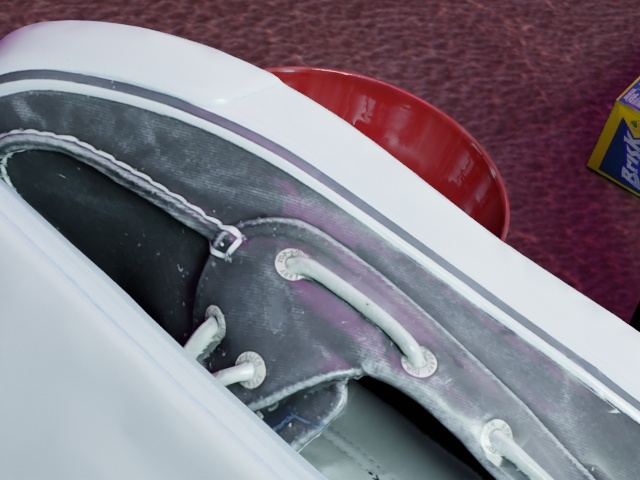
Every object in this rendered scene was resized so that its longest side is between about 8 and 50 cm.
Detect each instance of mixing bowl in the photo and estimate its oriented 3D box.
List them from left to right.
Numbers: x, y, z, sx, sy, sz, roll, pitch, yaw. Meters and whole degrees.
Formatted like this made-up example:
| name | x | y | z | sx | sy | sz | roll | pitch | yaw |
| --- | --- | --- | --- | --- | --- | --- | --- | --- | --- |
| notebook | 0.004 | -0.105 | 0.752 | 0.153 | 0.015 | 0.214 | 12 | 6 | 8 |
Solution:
| name | x | y | z | sx | sy | sz | roll | pitch | yaw |
| --- | --- | --- | --- | --- | --- | --- | --- | --- | --- |
| mixing bowl | 0.000 | 0.000 | 0.992 | 0.181 | 0.098 | 0.181 | 10 | 43 | -9 |

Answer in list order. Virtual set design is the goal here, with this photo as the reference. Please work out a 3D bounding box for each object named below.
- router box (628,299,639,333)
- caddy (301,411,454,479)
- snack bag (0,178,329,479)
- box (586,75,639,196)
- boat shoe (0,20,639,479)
| name | x | y | z | sx | sy | sz | roll | pitch | yaw |
| --- | --- | --- | --- | --- | --- | --- | --- | --- | --- |
| router box | 0.195 | 0.081 | 0.794 | 0.081 | 0.243 | 0.309 | 14 | 40 | -2 |
| caddy | -0.030 | 0.101 | 0.771 | 0.341 | 0.241 | 0.179 | 17 | 48 | -1 |
| snack bag | -0.132 | 0.151 | 0.623 | 0.323 | 0.342 | 0.037 | 41 | 23 | 25 |
| box | 0.239 | -0.093 | 1.201 | 0.054 | 0.059 | 0.169 | 33 | 44 | 16 |
| boat shoe | -0.004 | 0.038 | 0.614 | 0.301 | 0.108 | 0.102 | 34 | 52 | 3 |
